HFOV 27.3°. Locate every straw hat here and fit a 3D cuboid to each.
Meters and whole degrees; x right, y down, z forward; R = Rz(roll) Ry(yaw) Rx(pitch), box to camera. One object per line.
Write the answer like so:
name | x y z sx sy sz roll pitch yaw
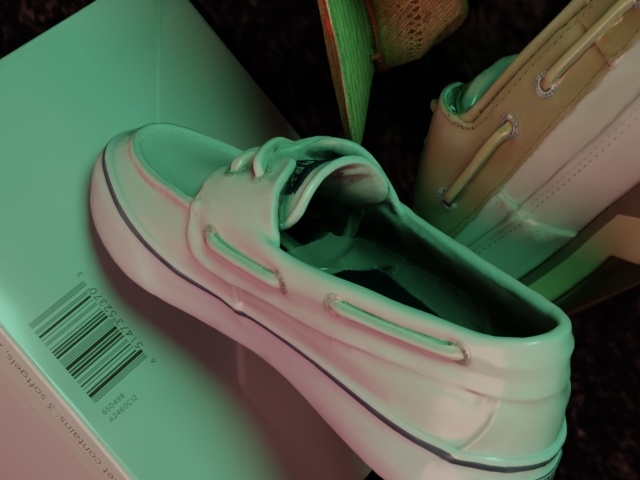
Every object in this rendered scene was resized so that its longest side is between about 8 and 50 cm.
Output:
straw hat | 0.029 -0.105 0.552 0.061 0.144 0.144 -12 121 0

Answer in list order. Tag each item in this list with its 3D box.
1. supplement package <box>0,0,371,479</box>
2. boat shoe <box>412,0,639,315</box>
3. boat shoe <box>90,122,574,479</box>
supplement package | -0.094 0.035 0.672 0.262 0.204 0.145 50 141 -4
boat shoe | 0.097 -0.027 0.536 0.302 0.113 0.103 -38 72 53
boat shoe | 0.000 0.000 0.522 0.258 0.095 0.084 33 127 34
